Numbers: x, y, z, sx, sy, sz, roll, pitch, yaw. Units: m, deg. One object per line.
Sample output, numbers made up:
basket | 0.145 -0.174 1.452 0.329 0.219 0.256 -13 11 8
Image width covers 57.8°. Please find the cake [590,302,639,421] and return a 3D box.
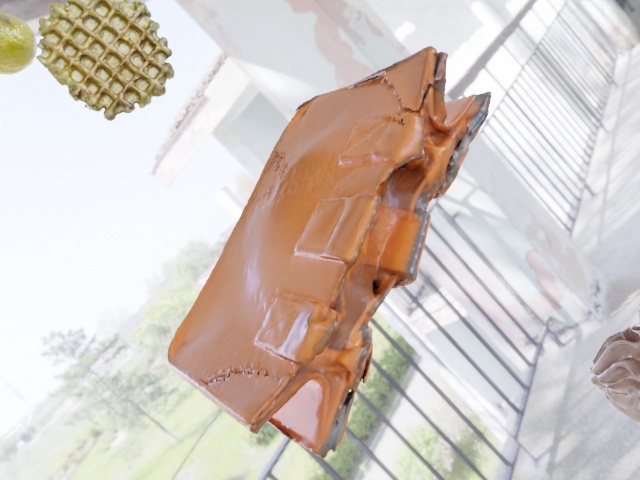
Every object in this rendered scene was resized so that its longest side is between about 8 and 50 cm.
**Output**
cake | 0.477 0.173 0.815 0.178 0.185 0.207 -6 52 29

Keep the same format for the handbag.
handbag | 0.000 0.000 0.659 0.304 0.116 0.409 4 65 60

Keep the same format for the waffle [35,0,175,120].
waffle | -0.303 -0.268 0.826 0.191 0.191 0.038 -45 13 -14

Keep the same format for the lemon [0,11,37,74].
lemon | -0.570 -0.352 1.039 0.133 0.109 0.109 -19 22 45
